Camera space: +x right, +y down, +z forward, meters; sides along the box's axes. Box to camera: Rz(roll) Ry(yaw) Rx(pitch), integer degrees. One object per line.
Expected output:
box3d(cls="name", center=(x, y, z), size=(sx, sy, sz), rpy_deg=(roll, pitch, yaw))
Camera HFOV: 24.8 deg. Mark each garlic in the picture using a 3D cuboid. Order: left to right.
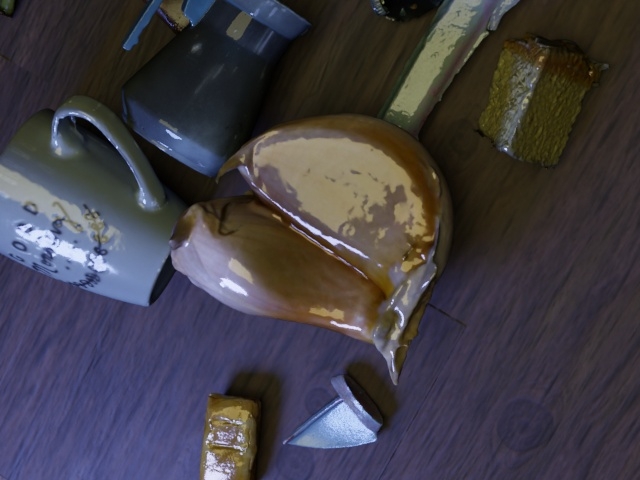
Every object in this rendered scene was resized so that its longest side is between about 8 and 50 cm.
box3d(cls="garlic", center=(0.000, 0.000, 1.704), size=(0.313, 0.249, 0.286), rpy_deg=(26, 132, 14))

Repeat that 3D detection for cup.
box3d(cls="cup", center=(-0.271, -0.054, 1.770), size=(0.234, 0.186, 0.258), rpy_deg=(27, 134, 4))

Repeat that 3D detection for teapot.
box3d(cls="teapot", center=(-0.135, -0.213, 1.743), size=(0.203, 0.171, 0.225), rpy_deg=(30, 97, -28))

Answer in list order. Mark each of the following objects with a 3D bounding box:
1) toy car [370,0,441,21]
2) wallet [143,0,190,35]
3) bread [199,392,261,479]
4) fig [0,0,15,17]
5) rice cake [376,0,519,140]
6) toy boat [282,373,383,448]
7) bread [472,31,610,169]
box3d(cls="toy car", center=(0.075, -0.350, 1.705), size=(0.095, 0.056, 0.205), rpy_deg=(-24, 118, 17))
box3d(cls="wallet", center=(-0.218, -0.384, 1.792), size=(0.255, 0.031, 0.137), rpy_deg=(43, 87, -5))
box3d(cls="bread", center=(-0.113, 0.259, 1.849), size=(0.074, 0.053, 0.132), rpy_deg=(10, 100, 13))
box3d(cls="fig", center=(-0.406, -0.406, 1.808), size=(0.151, 0.151, 0.259), rpy_deg=(-5, 101, 14))
box3d(cls="rice cake", center=(0.153, -0.220, 1.738), size=(0.081, 0.051, 0.290), rpy_deg=(30, 104, -1))
box3d(cls="toy boat", center=(0.014, 0.235, 1.833), size=(0.122, 0.034, 0.096), rpy_deg=(-41, 86, 23))
box3d(cls="bread", center=(0.239, -0.170, 1.675), size=(0.127, 0.152, 0.147), rpy_deg=(26, 101, 20))
